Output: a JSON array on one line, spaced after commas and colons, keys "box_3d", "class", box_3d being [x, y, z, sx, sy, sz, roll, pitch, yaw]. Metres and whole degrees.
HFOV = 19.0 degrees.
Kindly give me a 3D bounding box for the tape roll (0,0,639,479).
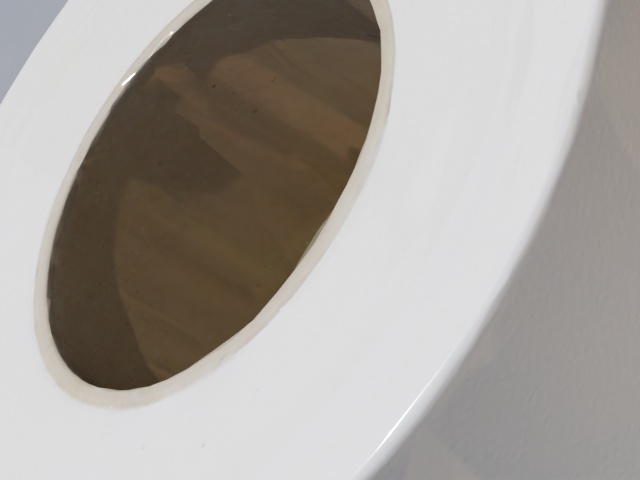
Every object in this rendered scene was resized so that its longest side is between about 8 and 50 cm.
[{"box_3d": [0.000, 0.000, 0.568, 0.286, 0.100, 0.286, -31, 41, 32], "class": "tape roll"}]
